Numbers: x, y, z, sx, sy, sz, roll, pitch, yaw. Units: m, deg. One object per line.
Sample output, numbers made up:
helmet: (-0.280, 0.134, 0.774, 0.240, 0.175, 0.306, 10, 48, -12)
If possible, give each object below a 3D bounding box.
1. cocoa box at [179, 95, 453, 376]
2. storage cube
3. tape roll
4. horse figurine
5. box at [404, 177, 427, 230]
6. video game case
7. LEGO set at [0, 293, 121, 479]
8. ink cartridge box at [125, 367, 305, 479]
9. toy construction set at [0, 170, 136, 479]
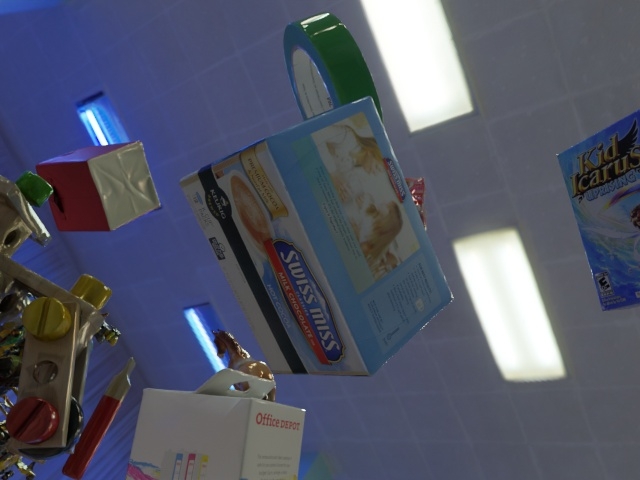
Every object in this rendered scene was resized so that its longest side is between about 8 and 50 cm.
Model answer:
cocoa box: (0.000, 0.000, 0.890, 0.228, 0.231, 0.347, -13, -76, 48)
storage cube: (-0.557, -0.139, 1.495, 0.193, 0.215, 0.183, 1, -67, 31)
tape roll: (0.023, -0.296, 1.208, 0.077, 0.321, 0.321, -23, -72, -10)
horse figurine: (-0.130, 0.270, 1.070, 0.263, 0.066, 0.174, -163, -114, -66)
box: (0.139, -0.072, 1.495, 0.257, 0.128, 0.122, -1, -43, 14)
video game case: (0.451, -0.054, 0.755, 0.269, 0.061, 0.244, 143, -59, -60)
LEGO set: (-0.387, 0.200, 0.791, 0.192, 0.255, 0.331, 50, -14, 3)
ink cartridge box: (-0.073, 0.166, 0.416, 0.090, 0.143, 0.092, -2, -21, 22)
toy construction set: (-0.281, 0.074, 0.584, 0.257, 0.237, 0.309, 8, -33, 25)
